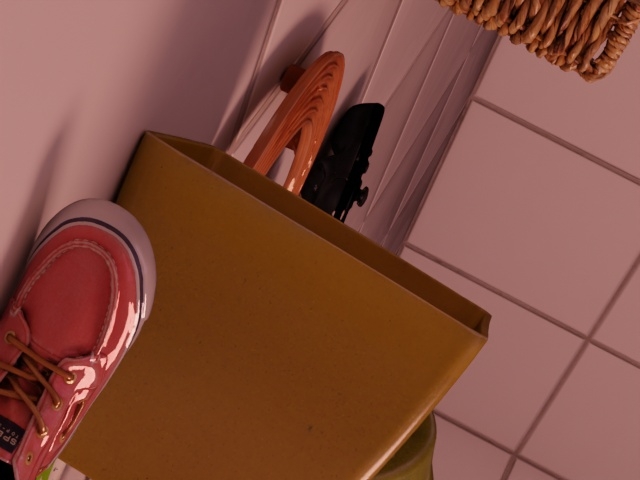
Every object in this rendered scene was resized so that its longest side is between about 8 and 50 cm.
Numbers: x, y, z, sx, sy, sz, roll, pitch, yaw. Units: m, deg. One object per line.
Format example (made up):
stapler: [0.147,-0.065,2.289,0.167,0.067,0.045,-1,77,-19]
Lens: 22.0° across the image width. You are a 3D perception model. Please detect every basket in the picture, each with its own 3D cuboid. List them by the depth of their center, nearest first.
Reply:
basket: [0.245,-0.333,1.540,0.299,0.223,0.213,-66,174,25]

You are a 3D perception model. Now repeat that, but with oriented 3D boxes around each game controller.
game controller: [0.000,0.000,1.705,0.166,0.067,0.319,-58,173,-42]

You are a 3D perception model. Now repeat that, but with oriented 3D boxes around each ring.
ring: [-0.071,0.004,1.238,0.336,0.032,0.336,-62,176,-8]

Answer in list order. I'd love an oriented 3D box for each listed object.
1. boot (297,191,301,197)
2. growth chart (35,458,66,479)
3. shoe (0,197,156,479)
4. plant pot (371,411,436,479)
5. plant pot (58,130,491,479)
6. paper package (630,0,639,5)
boot: [-0.041,-0.007,1.454,0.118,0.042,0.087,-63,-179,21]
growth chart: [-0.187,0.175,1.044,0.237,0.021,0.172,-65,174,10]
shoe: [-0.133,0.066,0.772,0.178,0.063,0.081,-61,-178,36]
plant pot: [-0.034,0.299,1.643,0.366,0.366,0.353,-54,158,-58]
plant pot: [-0.040,0.072,0.965,0.187,0.212,0.212,-58,175,4]
paper package: [0.256,-0.354,1.229,0.309,0.168,0.325,19,100,-52]
